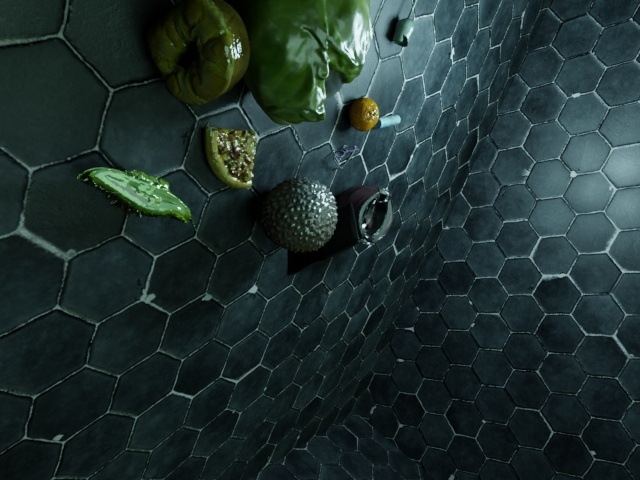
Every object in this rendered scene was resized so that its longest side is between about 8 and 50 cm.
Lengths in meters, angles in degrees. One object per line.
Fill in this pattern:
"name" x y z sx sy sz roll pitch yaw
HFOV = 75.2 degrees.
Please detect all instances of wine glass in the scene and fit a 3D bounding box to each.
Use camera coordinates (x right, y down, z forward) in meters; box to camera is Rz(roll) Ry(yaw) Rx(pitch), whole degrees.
"wine glass" 0.349 -0.878 1.649 0.079 0.079 0.196 -1 115 -54

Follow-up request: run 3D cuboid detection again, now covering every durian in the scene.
"durian" -0.470 -0.113 1.112 0.375 0.106 0.132 28 90 -57

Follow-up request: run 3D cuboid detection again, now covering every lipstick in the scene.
"lipstick" 0.303 -0.540 1.889 0.157 0.048 0.048 -25 134 -43

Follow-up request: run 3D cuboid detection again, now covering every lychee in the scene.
"lychee" -0.072 -0.101 1.506 0.300 0.300 0.300 -34 140 -34

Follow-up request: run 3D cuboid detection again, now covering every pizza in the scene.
"pizza" -0.263 -0.274 1.314 0.197 0.058 0.292 -49 146 -18

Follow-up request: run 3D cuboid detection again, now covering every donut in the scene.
"donut" -0.280 -0.437 0.973 0.128 0.261 0.209 -43 118 -44

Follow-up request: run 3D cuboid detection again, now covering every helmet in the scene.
"helmet" 0.193 -0.129 1.932 0.338 0.197 0.271 6 103 -62

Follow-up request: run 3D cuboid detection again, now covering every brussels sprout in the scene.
"brussels sprout" -0.067 -0.548 1.101 0.361 0.342 0.426 31 87 -55

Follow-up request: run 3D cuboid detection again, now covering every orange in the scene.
"orange" 0.177 -0.506 1.680 0.135 0.117 0.136 -31 143 -28

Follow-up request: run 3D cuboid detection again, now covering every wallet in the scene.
"wallet" 0.000 0.000 1.622 0.322 0.247 0.041 -30 127 20

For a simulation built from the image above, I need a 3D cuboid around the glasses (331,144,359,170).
"glasses" 0.098 -0.335 1.760 0.139 0.062 0.104 -32 140 -35
